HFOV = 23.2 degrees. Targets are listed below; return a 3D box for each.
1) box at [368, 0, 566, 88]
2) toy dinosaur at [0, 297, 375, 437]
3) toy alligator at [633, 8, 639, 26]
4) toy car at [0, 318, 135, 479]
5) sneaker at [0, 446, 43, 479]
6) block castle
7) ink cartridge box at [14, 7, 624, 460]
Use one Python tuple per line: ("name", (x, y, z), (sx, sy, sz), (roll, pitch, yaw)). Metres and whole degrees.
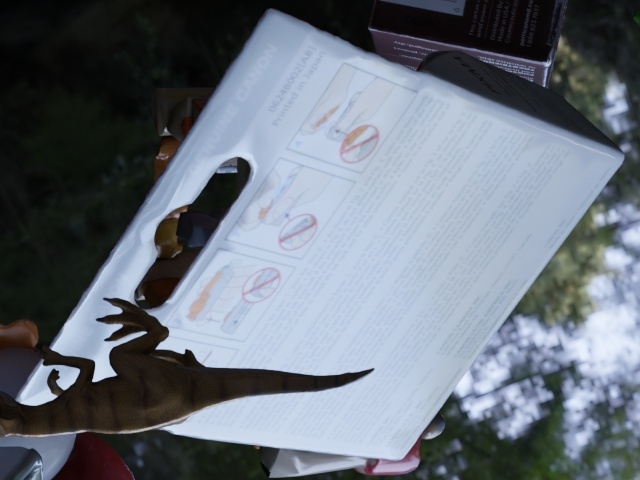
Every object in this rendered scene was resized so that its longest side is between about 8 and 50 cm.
("box", (0.147, -0.236, 1.454), (0.167, 0.168, 0.203), (11, 175, 8))
("toy dinosaur", (-0.080, 0.080, 0.830), (0.211, 0.064, 0.112), (-9, -152, -3))
("toy alligator", (0.339, -0.127, 1.361), (0.056, 0.190, 0.051), (-43, 172, -24))
("toy car", (-0.237, 0.158, 1.072), (0.210, 0.238, 0.219), (-29, -144, -26))
("sneaker", (-0.131, 0.232, 0.647), (0.146, 0.122, 0.330), (-16, -113, -9))
("block castle", (-0.024, 0.021, 1.675), (0.213, 0.303, 0.453), (-4, -152, -28))
("ink cartridge box", (0.000, 0.000, 1.076), (0.308, 0.385, 0.091), (-55, -131, 18))
